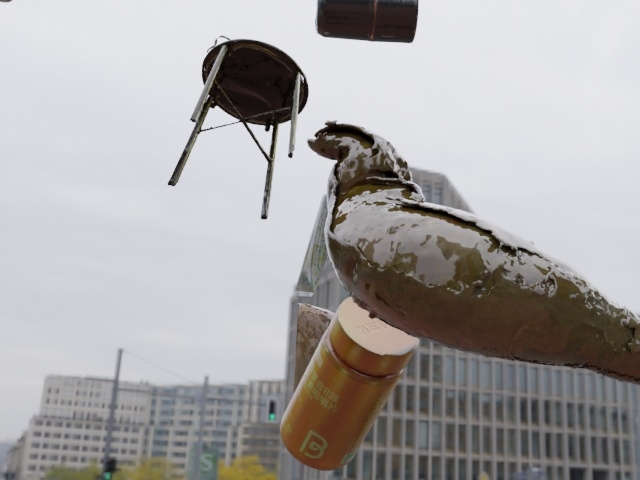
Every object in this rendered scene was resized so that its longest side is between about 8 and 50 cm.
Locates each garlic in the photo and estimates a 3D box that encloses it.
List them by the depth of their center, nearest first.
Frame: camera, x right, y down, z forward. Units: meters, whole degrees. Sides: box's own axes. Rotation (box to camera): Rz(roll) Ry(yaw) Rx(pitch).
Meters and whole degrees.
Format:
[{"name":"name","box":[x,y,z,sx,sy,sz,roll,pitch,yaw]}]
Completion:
[{"name":"garlic","box":[0.013,0.191,1.250,0.101,0.195,0.087,-1,-14,6]}]

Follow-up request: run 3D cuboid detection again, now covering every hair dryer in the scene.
[{"name":"hair dryer","box":[0.078,-0.474,1.641,0.189,0.107,0.352,3,25,-3]}]

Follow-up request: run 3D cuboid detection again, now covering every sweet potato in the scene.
[{"name":"sweet potato","box":[0.075,0.012,0.557,0.124,0.098,0.310,-23,43,-34]}]

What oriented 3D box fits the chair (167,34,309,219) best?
[{"name":"chair","box":[-0.092,-0.201,1.108,0.160,0.325,0.170,20,-40,-9]}]

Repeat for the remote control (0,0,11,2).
[{"name":"remote control","box":[-0.567,-0.453,1.338,0.078,0.042,0.221,23,-11,14]}]

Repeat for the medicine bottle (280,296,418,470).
[{"name":"medicine bottle","box":[0.028,0.160,0.914,0.096,0.096,0.192,10,-54,-21]}]

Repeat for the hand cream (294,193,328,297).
[{"name":"hand cream","box":[0.000,0.000,1.351,0.042,0.194,0.067,25,-13,-29]}]
